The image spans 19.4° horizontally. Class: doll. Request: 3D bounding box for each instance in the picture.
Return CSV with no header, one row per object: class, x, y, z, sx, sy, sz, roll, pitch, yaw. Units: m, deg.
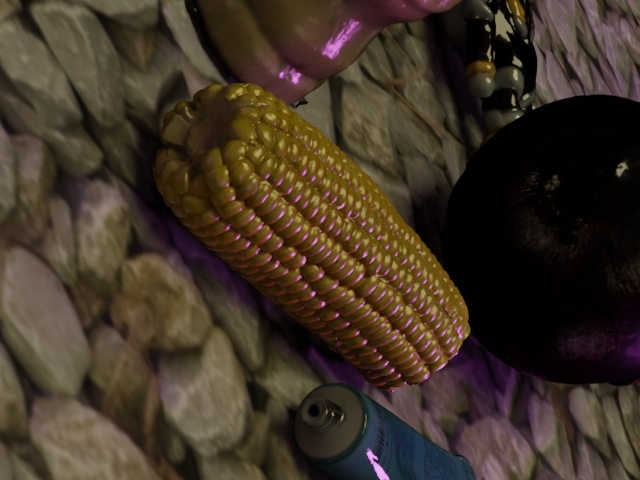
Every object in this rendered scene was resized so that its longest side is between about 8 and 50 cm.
doll,0.136,-0.213,1.516,0.145,0.103,0.316,3,73,-44

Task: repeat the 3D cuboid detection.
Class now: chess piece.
chess piece,0.069,-0.201,1.158,0.137,0.301,0.137,43,32,-35

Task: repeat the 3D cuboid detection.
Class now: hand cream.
hand cream,0.048,0.137,1.134,0.224,0.048,0.083,41,36,-52

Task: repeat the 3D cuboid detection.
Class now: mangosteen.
mangosteen,0.192,0.015,1.346,0.250,0.211,0.211,76,5,-61

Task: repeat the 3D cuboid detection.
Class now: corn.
corn,0.000,0.000,1.094,0.244,0.093,0.093,42,35,-41
